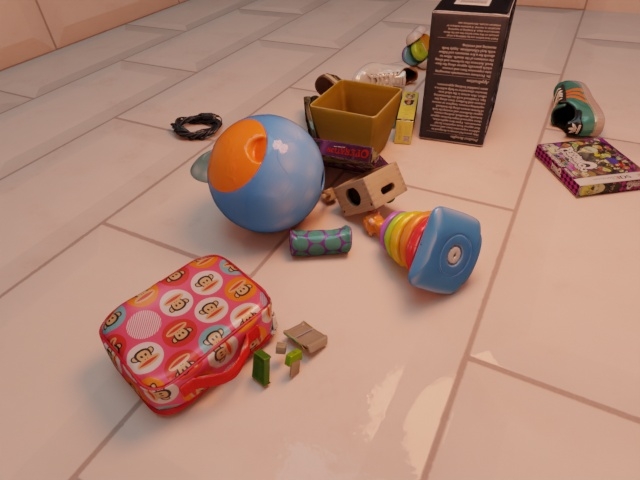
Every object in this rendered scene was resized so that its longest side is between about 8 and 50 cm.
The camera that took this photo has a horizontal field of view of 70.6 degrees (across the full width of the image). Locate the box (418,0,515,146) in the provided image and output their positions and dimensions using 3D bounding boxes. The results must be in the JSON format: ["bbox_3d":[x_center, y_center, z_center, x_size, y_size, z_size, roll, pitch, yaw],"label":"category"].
[{"bbox_3d":[0.464,-0.551,1.434,0.211,0.396,0.294,14,44,18],"label":"box"}]

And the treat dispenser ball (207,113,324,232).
[{"bbox_3d":[-0.133,-0.162,1.117,0.287,0.288,0.288,-2,41,2],"label":"treat dispenser ball"}]

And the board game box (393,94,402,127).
[{"bbox_3d":[0.206,-0.481,1.642,0.159,0.047,0.210,7,42,13],"label":"board game box"}]

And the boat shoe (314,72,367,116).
[{"bbox_3d":[0.099,-0.466,1.528,0.257,0.095,0.095,49,39,-4],"label":"boat shoe"}]

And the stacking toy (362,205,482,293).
[{"bbox_3d":[0.196,-0.008,1.036,0.165,0.175,0.301,14,7,-35],"label":"stacking toy"}]

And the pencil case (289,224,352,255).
[{"bbox_3d":[0.000,0.000,1.087,0.151,0.065,0.070,-4,56,0],"label":"pencil case"}]

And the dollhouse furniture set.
[{"bbox_3d":[-0.058,0.218,0.871,0.076,0.059,0.151,22,27,38],"label":"dollhouse furniture set"}]

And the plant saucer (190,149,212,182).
[{"bbox_3d":[-0.318,-0.250,1.429,0.194,0.038,0.195,-3,40,2],"label":"plant saucer"}]

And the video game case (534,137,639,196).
[{"bbox_3d":[0.766,-0.214,1.286,0.210,0.042,0.232,-6,40,-4],"label":"video game case"}]

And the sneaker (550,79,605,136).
[{"bbox_3d":[0.822,-0.449,1.505,0.120,0.108,0.302,2,42,1],"label":"sneaker"}]

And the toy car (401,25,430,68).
[{"bbox_3d":[0.421,-0.830,1.977,0.136,0.159,0.182,-18,27,42],"label":"toy car"}]

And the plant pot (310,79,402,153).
[{"bbox_3d":[0.113,-0.355,1.396,0.212,0.187,0.212,17,45,24],"label":"plant pot"}]

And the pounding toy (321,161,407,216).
[{"bbox_3d":[0.088,-0.111,1.183,0.181,0.094,0.206,-31,11,-34],"label":"pounding toy"}]

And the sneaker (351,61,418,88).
[{"bbox_3d":[0.261,-0.644,1.783,0.289,0.106,0.123,-23,41,-22],"label":"sneaker"}]

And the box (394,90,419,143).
[{"bbox_3d":[0.294,-0.420,1.537,0.058,0.088,0.232,8,41,11],"label":"box"}]

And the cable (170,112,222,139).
[{"bbox_3d":[-0.448,-0.405,1.622,0.184,0.047,0.151,0,46,1],"label":"cable"}]

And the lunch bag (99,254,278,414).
[{"bbox_3d":[-0.235,0.174,0.863,0.258,0.120,0.293,32,51,34],"label":"lunch bag"}]

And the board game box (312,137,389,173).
[{"bbox_3d":[0.007,-0.250,1.300,0.346,0.056,0.208,14,6,21],"label":"board game box"}]

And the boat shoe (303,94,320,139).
[{"bbox_3d":[0.002,-0.424,1.546,0.104,0.111,0.307,-6,41,-2],"label":"boat shoe"}]
